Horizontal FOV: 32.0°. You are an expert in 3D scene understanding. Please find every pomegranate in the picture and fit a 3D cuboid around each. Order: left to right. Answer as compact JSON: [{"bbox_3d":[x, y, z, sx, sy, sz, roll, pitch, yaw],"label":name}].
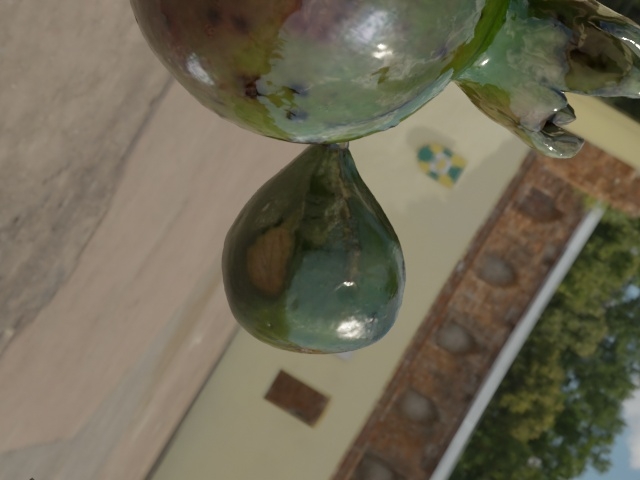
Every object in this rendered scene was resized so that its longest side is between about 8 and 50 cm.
[{"bbox_3d":[0.044,-0.171,0.622,0.242,0.306,0.242,-178,-90,-68],"label":"pomegranate"}]

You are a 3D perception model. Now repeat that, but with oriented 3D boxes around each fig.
[{"bbox_3d":[0.000,0.000,1.159,0.195,0.195,0.244,17,86,-87],"label":"fig"}]

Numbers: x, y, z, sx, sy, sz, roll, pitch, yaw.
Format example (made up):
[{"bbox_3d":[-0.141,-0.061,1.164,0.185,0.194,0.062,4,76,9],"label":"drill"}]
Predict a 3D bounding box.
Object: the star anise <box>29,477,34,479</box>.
[{"bbox_3d":[-0.150,0.221,0.638,0.140,0.144,0.158,-55,132,-33],"label":"star anise"}]
